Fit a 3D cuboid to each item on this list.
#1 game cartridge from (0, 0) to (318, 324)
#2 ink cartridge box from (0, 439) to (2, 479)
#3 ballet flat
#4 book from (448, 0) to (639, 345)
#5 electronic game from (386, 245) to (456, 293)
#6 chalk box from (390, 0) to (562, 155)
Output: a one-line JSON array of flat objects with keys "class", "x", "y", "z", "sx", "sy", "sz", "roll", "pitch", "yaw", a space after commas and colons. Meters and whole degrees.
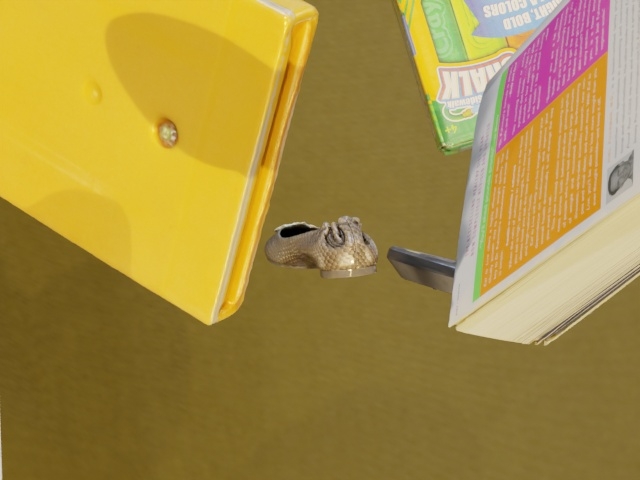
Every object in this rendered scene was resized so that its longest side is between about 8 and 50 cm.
[{"class": "game cartridge", "x": -0.170, "y": -0.126, "z": 1.394, "sx": 0.053, "sy": 0.324, "sz": 0.285, "roll": -26, "pitch": 141, "yaw": -50}, {"class": "ink cartridge box", "x": -0.353, "y": 0.089, "z": 1.380, "sx": 0.189, "sy": 0.066, "sz": 0.232, "roll": 19, "pitch": 51, "yaw": -36}, {"class": "ballet flat", "x": 0.000, "y": 0.000, "z": 1.715, "sx": 0.084, "sy": 0.250, "sz": 0.058, "roll": -8, "pitch": 96, "yaw": -13}, {"class": "book", "x": 0.084, "y": -0.037, "z": 0.515, "sx": 0.035, "sy": 0.144, "sz": 0.096, "roll": 12, "pitch": 66, "yaw": -15}, {"class": "electronic game", "x": 0.183, "y": 0.043, "z": 1.852, "sx": 0.229, "sy": 0.229, "sz": 0.048, "roll": 15, "pitch": 91, "yaw": -32}, {"class": "chalk box", "x": 0.179, "y": -0.184, "z": 1.675, "sx": 0.180, "sy": 0.179, "sz": 0.288, "roll": -18, "pitch": 89, "yaw": 3}]
